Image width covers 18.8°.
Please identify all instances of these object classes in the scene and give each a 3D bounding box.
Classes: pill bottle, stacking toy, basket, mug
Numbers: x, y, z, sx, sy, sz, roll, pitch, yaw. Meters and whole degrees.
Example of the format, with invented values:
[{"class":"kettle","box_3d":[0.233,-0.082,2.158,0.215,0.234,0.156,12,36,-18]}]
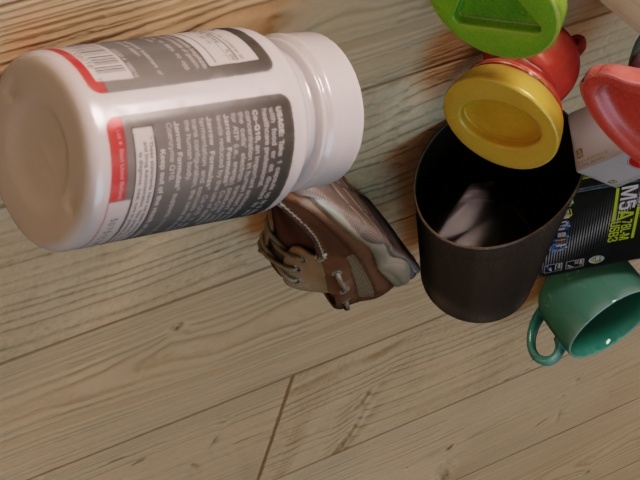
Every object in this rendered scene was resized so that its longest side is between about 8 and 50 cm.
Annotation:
[{"class":"pill bottle","box_3d":[-0.114,-0.090,1.592,0.283,0.161,0.161,-11,144,-38]},{"class":"stacking toy","box_3d":[0.255,-0.197,1.784,0.130,0.309,0.279,-58,142,-33]},{"class":"basket","box_3d":[0.177,-0.016,2.058,0.204,0.154,0.227,-43,161,-23]},{"class":"mug","box_3d":[0.328,0.075,2.423,0.158,0.097,0.129,-22,150,-23]}]

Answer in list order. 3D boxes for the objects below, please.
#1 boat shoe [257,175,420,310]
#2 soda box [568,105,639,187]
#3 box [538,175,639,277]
[{"class":"boat shoe","box_3d":[0.000,0.000,1.914,0.116,0.123,0.324,-36,151,6]},{"class":"soda box","box_3d":[0.354,-0.124,1.911,0.216,0.069,0.074,-24,153,37]},{"class":"box","box_3d":[0.346,-0.035,2.271,0.184,0.045,0.190,-8,149,-4]}]
